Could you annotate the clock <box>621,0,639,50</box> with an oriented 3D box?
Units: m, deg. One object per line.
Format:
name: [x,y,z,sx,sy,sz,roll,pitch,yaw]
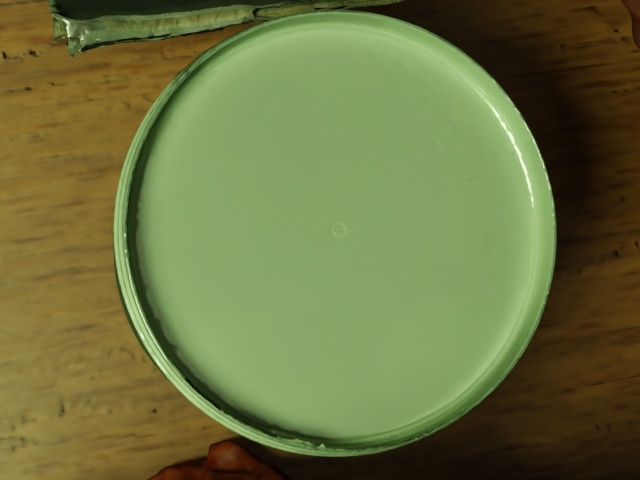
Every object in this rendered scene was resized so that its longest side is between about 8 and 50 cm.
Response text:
clock: [0.330,-0.135,0.584,0.318,0.318,0.080,-2,118,-11]

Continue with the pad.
pad: [-0.044,-0.174,0.604,0.233,0.022,0.174,-11,45,-12]

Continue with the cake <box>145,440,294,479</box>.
cake: [-0.099,0.270,0.478,0.319,0.269,0.270,-19,89,-13]

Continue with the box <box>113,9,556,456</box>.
box: [0.000,0.000,0.582,0.226,0.149,0.226,1,85,-11]
